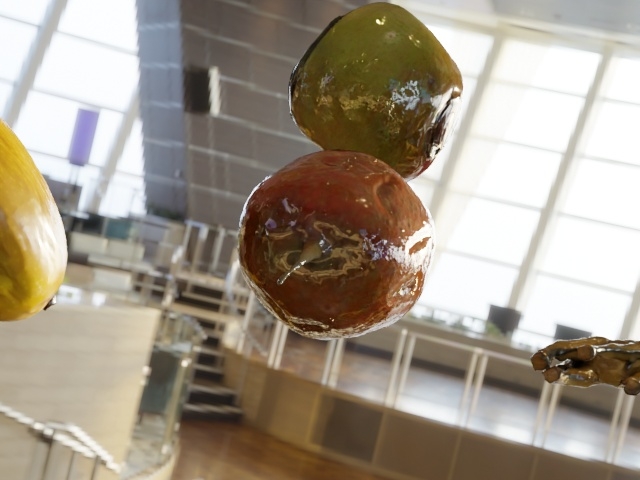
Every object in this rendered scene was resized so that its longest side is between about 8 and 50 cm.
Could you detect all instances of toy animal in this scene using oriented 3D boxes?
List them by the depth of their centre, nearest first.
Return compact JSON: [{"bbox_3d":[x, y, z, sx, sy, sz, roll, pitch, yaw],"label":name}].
[{"bbox_3d":[0.336,0.126,1.073,0.275,0.054,0.149,6,-3,-24],"label":"toy animal"}]

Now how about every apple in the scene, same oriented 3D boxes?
[{"bbox_3d":[0.072,-0.172,1.281,0.207,0.188,0.174,37,10,-21],"label":"apple"}]

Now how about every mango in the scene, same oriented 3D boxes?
[{"bbox_3d":[-0.339,-0.082,0.900,0.359,0.144,0.187,53,-14,-8],"label":"mango"}]

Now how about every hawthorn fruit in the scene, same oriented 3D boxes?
[{"bbox_3d":[0.013,-0.004,0.779,0.149,0.149,0.189,13,-18,0],"label":"hawthorn fruit"}]
